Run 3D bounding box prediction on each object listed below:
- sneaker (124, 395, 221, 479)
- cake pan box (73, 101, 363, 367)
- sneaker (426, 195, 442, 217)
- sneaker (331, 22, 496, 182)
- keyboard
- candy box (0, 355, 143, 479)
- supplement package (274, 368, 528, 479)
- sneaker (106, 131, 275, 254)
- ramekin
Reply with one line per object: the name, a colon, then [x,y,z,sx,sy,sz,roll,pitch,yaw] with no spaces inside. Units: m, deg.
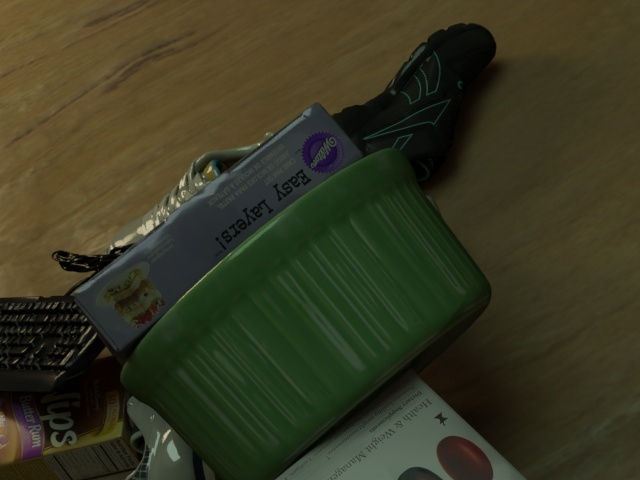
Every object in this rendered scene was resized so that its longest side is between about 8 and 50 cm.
sneaker: [-0.134,0.138,1.633,0.095,0.090,0.235,-12,43,10]
cake pan box: [-0.079,0.008,1.503,0.267,0.246,0.070,-39,84,-10]
sneaker: [0.000,0.000,1.690,0.262,0.099,0.121,7,64,23]
sneaker: [0.097,-0.117,1.785,0.106,0.101,0.267,41,65,16]
keyboard: [-0.276,0.071,1.744,0.317,0.033,0.201,-3,41,52]
candy box: [-0.259,0.180,1.692,0.187,0.053,0.109,-14,43,13]
supplement package: [0.074,0.250,1.346,0.194,0.149,0.203,-39,54,-12]
sneaker: [-0.120,-0.038,1.802,0.229,0.092,0.087,-25,44,5]
ramekin: [-0.002,0.077,1.459,0.303,0.303,0.148,-39,81,-12]
